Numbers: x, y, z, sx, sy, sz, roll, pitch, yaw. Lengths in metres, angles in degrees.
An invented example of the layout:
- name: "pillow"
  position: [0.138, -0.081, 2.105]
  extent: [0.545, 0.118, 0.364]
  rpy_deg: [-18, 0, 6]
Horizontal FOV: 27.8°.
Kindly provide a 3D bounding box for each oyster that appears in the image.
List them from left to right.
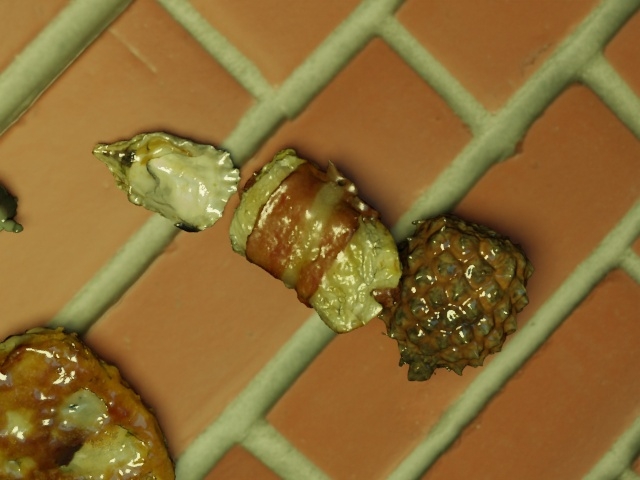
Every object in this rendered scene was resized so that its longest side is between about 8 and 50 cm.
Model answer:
- name: "oyster"
  position: [-0.156, -0.061, 1.379]
  extent: [0.146, 0.045, 0.121]
  rpy_deg: [-18, 101, -19]

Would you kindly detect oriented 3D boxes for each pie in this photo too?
- name: "pie"
  position: [-0.288, 0.246, 1.379]
  extent: [0.308, 0.085, 0.308]
  rpy_deg: [-3, 106, -12]

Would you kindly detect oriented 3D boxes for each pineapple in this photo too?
- name: "pineapple"
  position: [0.140, 0.070, 1.430]
  extent: [0.166, 0.166, 0.193]
  rpy_deg: [21, 97, -18]

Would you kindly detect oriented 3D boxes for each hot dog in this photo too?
- name: "hot dog"
  position: [0.000, 0.000, 1.385]
  extent: [0.213, 0.103, 0.146]
  rpy_deg: [44, 104, 11]

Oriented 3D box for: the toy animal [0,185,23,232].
- name: "toy animal"
  position: [-0.396, -0.093, 1.297]
  extent: [0.176, 0.073, 0.217]
  rpy_deg: [-7, 97, -20]
